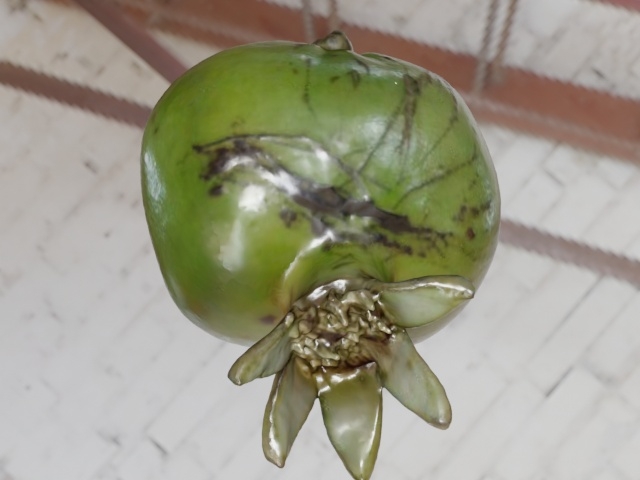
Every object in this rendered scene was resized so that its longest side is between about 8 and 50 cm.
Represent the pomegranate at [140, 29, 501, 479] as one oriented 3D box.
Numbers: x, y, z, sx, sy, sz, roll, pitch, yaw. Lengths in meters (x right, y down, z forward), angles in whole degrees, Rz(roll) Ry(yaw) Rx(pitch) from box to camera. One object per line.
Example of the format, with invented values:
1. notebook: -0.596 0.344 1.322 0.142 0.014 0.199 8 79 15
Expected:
1. pomegranate: 0.000 0.000 0.675 0.191 0.152 0.131 -90 -178 -52
